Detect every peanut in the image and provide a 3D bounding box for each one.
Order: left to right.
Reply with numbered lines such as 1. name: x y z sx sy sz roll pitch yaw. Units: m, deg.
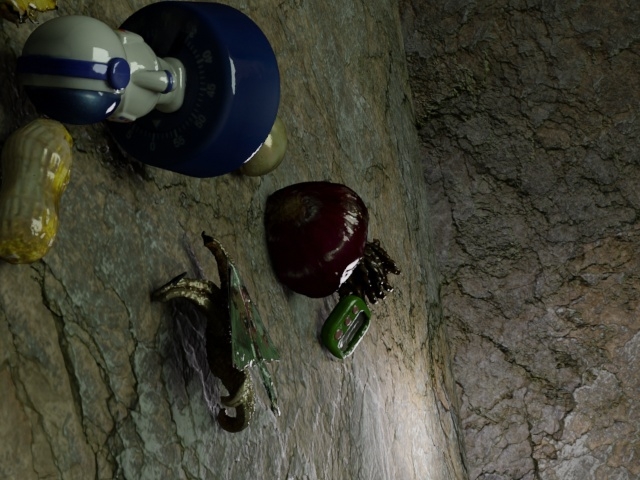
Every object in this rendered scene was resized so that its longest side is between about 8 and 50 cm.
1. peanut: -0.350 -0.064 1.090 0.087 0.087 0.207 54 31 -50

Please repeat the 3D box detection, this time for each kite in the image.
1. kite: -0.107 0.153 1.450 0.323 0.013 0.268 30 42 -78

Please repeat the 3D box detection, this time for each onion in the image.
1. onion: 0.005 -0.001 1.926 0.216 0.206 0.206 50 29 -44

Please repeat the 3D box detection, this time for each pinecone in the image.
1. pinecone: 0.097 0.077 2.201 0.179 0.150 0.195 35 36 6

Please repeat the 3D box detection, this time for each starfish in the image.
1. starfish: -0.163 0.157 1.477 0.312 0.113 0.303 -96 166 -47

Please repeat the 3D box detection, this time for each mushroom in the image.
1. mushroom: -0.126 -0.197 1.796 0.148 0.112 0.148 -10 90 -70

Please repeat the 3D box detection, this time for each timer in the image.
1. timer: -0.258 -0.222 1.253 0.383 0.270 0.271 -8 86 -62
2. timer: 0.059 0.202 2.108 0.140 0.047 0.128 -54 142 -17

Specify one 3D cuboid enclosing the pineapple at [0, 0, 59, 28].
1. pineapple: -0.408 -0.362 1.116 0.225 0.076 0.225 -13 90 -68
